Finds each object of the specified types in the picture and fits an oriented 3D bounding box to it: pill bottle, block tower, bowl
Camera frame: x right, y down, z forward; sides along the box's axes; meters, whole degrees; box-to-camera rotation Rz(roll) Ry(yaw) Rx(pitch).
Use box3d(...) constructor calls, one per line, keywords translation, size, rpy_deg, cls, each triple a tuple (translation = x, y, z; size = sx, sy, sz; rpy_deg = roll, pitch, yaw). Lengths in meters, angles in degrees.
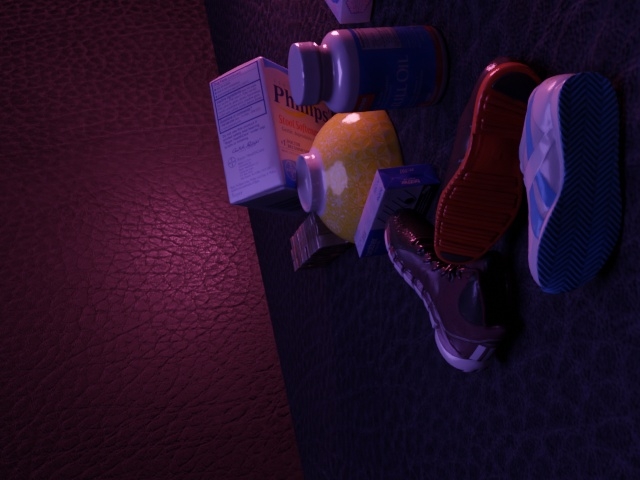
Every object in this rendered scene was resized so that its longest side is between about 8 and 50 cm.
box3d(translation=(0.068, -0.256, 1.026), size=(0.124, 0.222, 0.124), rpy_deg=(172, 90, -76), cls="pill bottle")
box3d(translation=(0.000, 0.000, 1.671), size=(0.335, 0.097, 0.090), rpy_deg=(137, 123, -71), cls="block tower")
box3d(translation=(0.040, -0.121, 1.336), size=(0.289, 0.156, 0.289), rpy_deg=(172, 90, -76), cls="bowl")

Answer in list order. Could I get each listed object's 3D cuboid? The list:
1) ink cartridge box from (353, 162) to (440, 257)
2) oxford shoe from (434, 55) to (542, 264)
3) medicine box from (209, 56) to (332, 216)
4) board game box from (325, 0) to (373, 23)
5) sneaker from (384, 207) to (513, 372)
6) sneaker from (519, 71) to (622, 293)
box3d(translation=(0.126, -0.046, 1.164), size=(0.207, 0.097, 0.046), rpy_deg=(104, 154, -56), cls="ink cartridge box")
box3d(translation=(0.206, -0.096, 0.857), size=(0.098, 0.097, 0.271), rpy_deg=(-86, 10, -62), cls="oxford shoe")
box3d(translation=(-0.087, -0.217, 1.509), size=(0.149, 0.263, 0.289), rpy_deg=(-17, 78, 30), cls="medicine box")
box3d(translation=(0.034, -0.624, 1.267), size=(0.318, 0.066, 0.318), rpy_deg=(98, 159, -43), cls="board game box")
box3d(translation=(0.197, 0.033, 0.972), size=(0.281, 0.106, 0.162), rpy_deg=(64, 151, 28), cls="sneaker")
box3d(translation=(0.256, -0.058, 0.716), size=(0.092, 0.087, 0.228), rpy_deg=(-130, 41, -76), cls="sneaker")
